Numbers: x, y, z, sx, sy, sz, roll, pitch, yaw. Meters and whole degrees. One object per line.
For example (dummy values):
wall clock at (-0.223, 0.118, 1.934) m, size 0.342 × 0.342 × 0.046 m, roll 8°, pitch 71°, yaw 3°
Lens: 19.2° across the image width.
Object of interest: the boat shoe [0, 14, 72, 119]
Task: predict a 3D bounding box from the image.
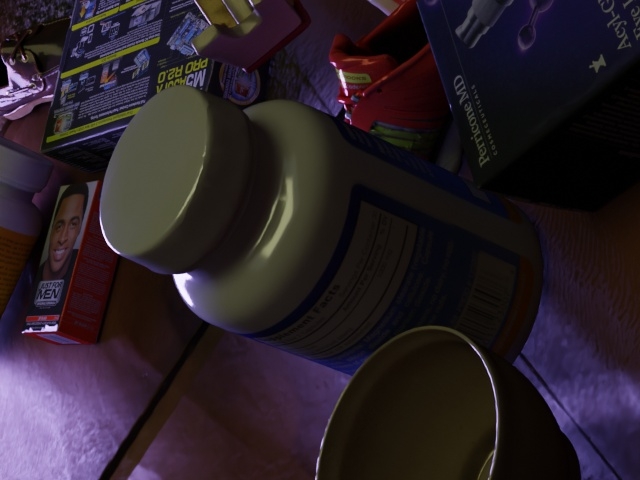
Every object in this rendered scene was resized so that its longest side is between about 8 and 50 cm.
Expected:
boat shoe at (-0.287, -0.174, 1.871) m, size 0.207 × 0.073 × 0.073 m, roll -25°, pitch 51°, yaw 43°

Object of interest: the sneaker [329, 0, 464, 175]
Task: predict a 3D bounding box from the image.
sneaker at (0.045, -0.097, 1.342) m, size 0.279 × 0.118 × 0.107 m, roll -58°, pitch 35°, yaw 13°

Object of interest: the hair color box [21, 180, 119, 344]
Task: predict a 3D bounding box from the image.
hair color box at (-0.217, 0.021, 1.693) m, size 0.072 × 0.043 × 0.141 m, roll -6°, pitch 66°, yaw 53°

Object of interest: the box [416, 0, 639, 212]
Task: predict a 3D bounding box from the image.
box at (0.177, -0.136, 1.167) m, size 0.207 × 0.108 × 0.153 m, roll -41°, pitch 53°, yaw 38°

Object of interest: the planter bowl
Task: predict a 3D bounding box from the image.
planter bowl at (0.090, 0.144, 1.157) m, size 0.162 × 0.109 × 0.162 m, roll -29°, pitch 50°, yaw 43°

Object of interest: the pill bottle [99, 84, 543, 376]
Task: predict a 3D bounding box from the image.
pill bottle at (0.000, 0.000, 1.213) m, size 0.152 × 0.272 × 0.152 m, roll -30°, pitch 49°, yaw 41°

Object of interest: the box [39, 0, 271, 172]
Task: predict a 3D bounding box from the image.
box at (-0.137, -0.187, 1.688) m, size 0.270 × 0.060 × 0.216 m, roll -12°, pitch 62°, yaw 50°

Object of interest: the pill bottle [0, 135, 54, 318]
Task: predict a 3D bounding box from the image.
pill bottle at (-0.335, 0.004, 1.796) m, size 0.117 × 0.118 × 0.208 m, roll 31°, pitch 97°, yaw 55°

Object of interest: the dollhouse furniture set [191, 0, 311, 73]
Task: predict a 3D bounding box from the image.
dollhouse furniture set at (-0.072, -0.326, 1.471) m, size 0.201 × 0.152 × 0.374 m, roll -38°, pitch 68°, yaw 15°

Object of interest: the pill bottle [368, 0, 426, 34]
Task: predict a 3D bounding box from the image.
pill bottle at (0.095, -0.235, 1.378) m, size 0.160 × 0.087 × 0.087 m, roll -56°, pitch 36°, yaw 17°
